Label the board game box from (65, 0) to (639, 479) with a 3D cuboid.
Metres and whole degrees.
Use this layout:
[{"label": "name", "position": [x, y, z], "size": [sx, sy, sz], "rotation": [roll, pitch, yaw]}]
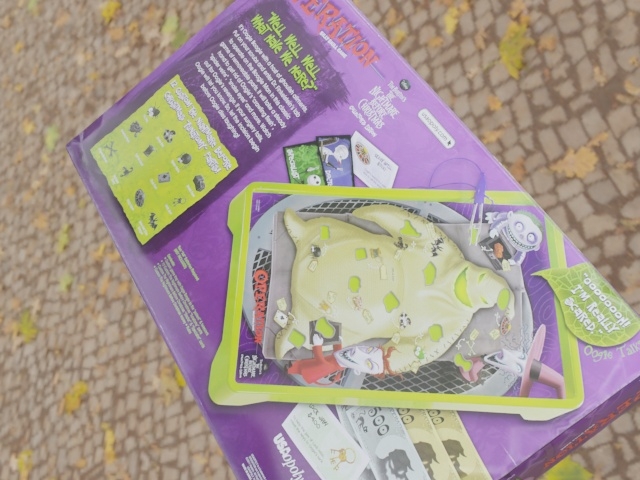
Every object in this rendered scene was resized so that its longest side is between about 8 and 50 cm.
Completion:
[{"label": "board game box", "position": [0.000, 0.000, 0.510], "size": [0.208, 0.056, 0.347], "rotation": [-41, 57, 10]}]
